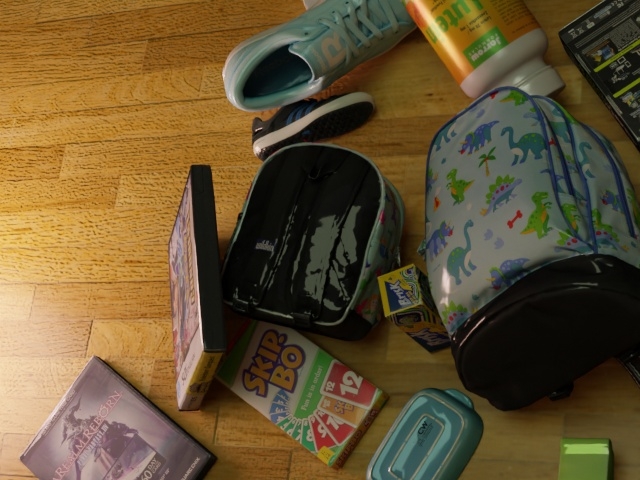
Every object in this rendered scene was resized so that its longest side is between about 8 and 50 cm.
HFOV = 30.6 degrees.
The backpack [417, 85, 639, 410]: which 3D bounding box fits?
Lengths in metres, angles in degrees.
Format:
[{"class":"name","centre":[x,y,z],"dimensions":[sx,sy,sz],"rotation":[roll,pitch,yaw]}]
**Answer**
[{"class":"backpack","centre":[0.262,-0.019,1.454],"dimensions":[0.290,0.273,0.356],"rotation":[-38,24,43]}]

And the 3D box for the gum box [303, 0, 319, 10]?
[{"class":"gum box","centre":[0.023,-0.404,1.841],"dimensions":[0.107,0.062,0.188],"rotation":[-27,60,14]}]

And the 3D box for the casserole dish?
[{"class":"casserole dish","centre":[0.131,0.274,1.526],"dimensions":[0.114,0.037,0.188],"rotation":[30,83,31]}]

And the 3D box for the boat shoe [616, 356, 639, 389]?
[{"class":"boat shoe","centre":[0.426,0.223,1.373],"dimensions":[0.102,0.108,0.301],"rotation":[-41,65,3]}]

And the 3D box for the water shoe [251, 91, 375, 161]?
[{"class":"water shoe","centre":[-0.018,-0.191,1.767],"dimensions":[0.203,0.073,0.080],"rotation":[-23,59,15]}]

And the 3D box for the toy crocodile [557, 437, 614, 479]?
[{"class":"toy crocodile","centre":[0.298,0.395,1.356],"dimensions":[0.115,0.105,0.341],"rotation":[1,70,26]}]

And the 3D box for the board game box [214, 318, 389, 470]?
[{"class":"board game box","centre":[-0.038,0.198,1.640],"dimensions":[0.259,0.039,0.124],"rotation":[32,84,34]}]

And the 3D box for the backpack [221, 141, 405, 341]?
[{"class":"backpack","centre":[0.000,0.000,1.609],"dimensions":[0.225,0.191,0.254],"rotation":[10,81,26]}]

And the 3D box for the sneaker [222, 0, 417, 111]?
[{"class":"sneaker","centre":[0.022,-0.288,1.721],"dimensions":[0.365,0.135,0.150],"rotation":[-31,26,13]}]

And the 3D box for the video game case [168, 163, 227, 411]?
[{"class":"video game case","centre":[-0.178,0.072,1.649],"dimensions":[0.035,0.248,0.275],"rotation":[0,64,-15]}]

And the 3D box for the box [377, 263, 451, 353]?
[{"class":"box","centre":[0.133,0.092,1.521],"dimensions":[0.054,0.169,0.059],"rotation":[-20,61,19]}]

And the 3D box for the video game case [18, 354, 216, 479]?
[{"class":"video game case","centre":[-0.303,0.320,1.718],"dimensions":[0.274,0.026,0.196],"rotation":[34,86,31]}]

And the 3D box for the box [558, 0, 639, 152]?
[{"class":"box","centre":[0.489,-0.270,1.568],"dimensions":[0.270,0.060,0.216],"rotation":[-34,60,9]}]

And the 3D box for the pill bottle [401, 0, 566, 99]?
[{"class":"pill bottle","centre":[0.227,-0.284,1.617],"dimensions":[0.136,0.136,0.246],"rotation":[-35,84,8]}]
